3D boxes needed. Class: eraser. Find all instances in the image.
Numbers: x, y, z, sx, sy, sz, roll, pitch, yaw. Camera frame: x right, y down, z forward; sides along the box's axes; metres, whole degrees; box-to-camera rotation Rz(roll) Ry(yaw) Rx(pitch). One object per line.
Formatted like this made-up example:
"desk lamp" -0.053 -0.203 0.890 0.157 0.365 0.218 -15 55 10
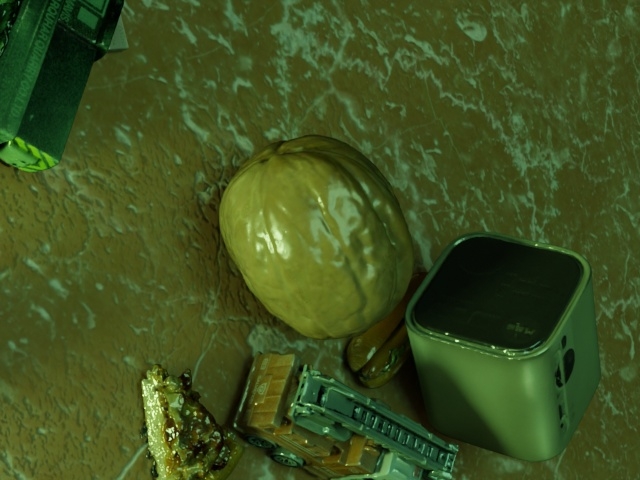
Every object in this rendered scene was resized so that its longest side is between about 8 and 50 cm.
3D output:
"eraser" -0.298 -0.308 1.683 0.038 0.019 0.083 -13 90 -41

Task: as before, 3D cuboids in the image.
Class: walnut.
"walnut" 0.002 -0.001 1.722 0.252 0.277 0.313 -32 113 -3

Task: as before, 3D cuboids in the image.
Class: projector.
"projector" 0.296 0.165 1.900 0.248 0.248 0.249 -52 141 -35

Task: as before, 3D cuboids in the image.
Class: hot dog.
"hot dog" 0.132 0.140 1.936 0.249 0.068 0.100 -48 113 -37

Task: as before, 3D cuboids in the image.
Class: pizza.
"pizza" -0.180 0.254 1.630 0.154 0.069 0.194 -34 105 -40

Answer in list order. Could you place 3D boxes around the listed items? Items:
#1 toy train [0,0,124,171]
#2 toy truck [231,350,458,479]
"toy train" -0.371 -0.234 1.527 0.178 0.138 0.330 31 62 -38
"toy truck" 0.052 0.286 1.754 0.338 0.184 0.133 35 60 -31
